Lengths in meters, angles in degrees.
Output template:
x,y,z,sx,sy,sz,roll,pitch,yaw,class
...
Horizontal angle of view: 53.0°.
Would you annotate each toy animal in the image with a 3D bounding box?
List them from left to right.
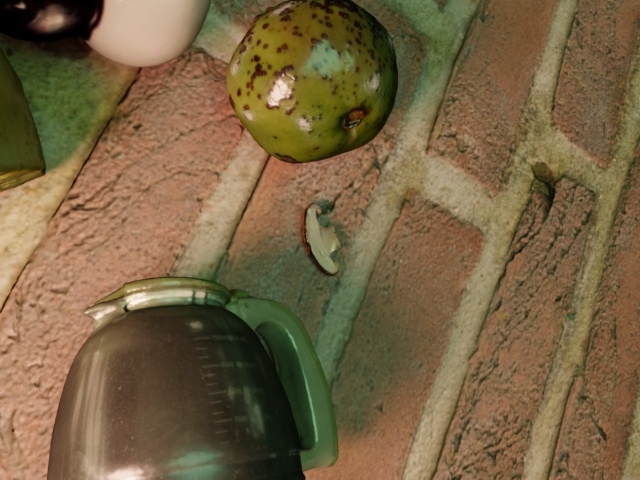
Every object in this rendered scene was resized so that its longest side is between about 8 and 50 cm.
x,y,z,sx,sy,sz,roll,pitch,yaw,class
-0.231,-0.282,0.681,0.235,0.187,0.165,2,60,-30,toy animal

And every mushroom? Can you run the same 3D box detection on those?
x,y,z,sx,sy,sz,roll,pitch,yaw,class
0.000,0.000,0.853,0.049,0.019,0.101,-18,93,-27,mushroom

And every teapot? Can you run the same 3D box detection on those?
x,y,z,sx,sy,sz,roll,pitch,yaw,class
-0.109,0.155,0.660,0.321,0.239,0.240,-2,70,-22,teapot

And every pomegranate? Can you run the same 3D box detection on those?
x,y,z,sx,sy,sz,roll,pitch,yaw,class
-0.020,-0.215,0.799,0.214,0.214,0.248,-8,49,-27,pomegranate

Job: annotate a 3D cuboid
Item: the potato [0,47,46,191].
x,y,z,sx,sy,sz,roll,pitch,yaw,class
-0.433,-0.147,0.552,0.330,0.212,0.280,-24,94,-29,potato
